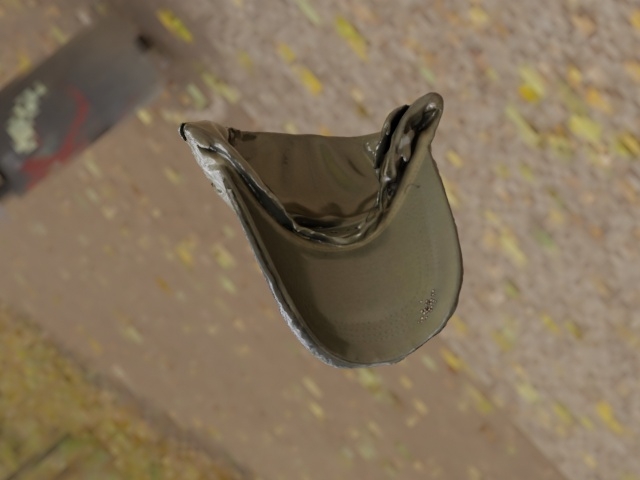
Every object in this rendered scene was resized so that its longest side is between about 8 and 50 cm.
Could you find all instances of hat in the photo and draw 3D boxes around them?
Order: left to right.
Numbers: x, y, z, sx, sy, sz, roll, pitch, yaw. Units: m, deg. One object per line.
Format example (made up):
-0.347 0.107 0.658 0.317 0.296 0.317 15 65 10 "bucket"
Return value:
0.000 0.000 1.030 0.085 0.147 0.175 109 153 -53 "hat"
